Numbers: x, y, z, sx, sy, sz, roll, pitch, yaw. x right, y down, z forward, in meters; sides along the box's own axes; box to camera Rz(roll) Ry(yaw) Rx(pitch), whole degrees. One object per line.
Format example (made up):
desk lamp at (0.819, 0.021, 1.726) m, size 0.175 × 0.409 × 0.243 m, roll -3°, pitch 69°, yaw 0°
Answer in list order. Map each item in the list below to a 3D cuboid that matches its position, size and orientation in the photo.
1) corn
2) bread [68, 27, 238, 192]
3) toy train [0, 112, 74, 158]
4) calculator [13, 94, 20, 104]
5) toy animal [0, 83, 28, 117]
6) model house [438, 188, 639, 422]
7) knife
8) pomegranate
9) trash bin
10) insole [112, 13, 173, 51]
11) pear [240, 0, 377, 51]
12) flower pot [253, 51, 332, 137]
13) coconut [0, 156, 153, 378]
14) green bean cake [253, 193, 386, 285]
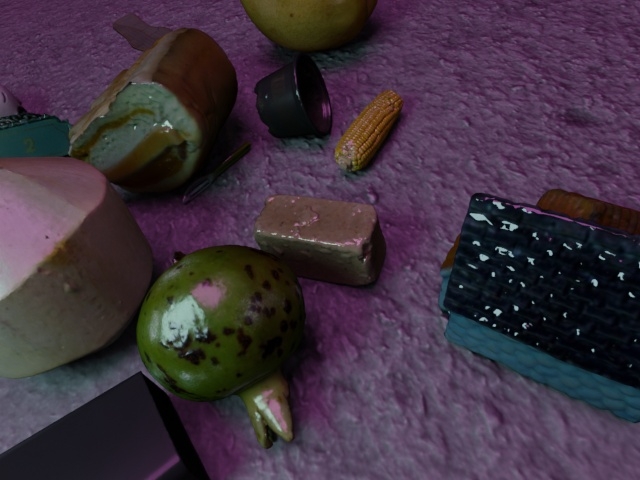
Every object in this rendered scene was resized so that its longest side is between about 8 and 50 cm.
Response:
corn at (0.090, -0.202, 0.822) m, size 0.067 × 0.067 × 0.206 m, roll 20°, pitch 59°, yaw 27°
bread at (-0.295, -0.251, 0.876) m, size 0.300 × 0.210 × 0.341 m, roll -23°, pitch 40°, yaw 25°
toy train at (-0.588, -0.162, 0.887) m, size 0.112 × 0.163 × 0.203 m, roll 11°, pitch 31°, yaw 26°
calculator at (-0.896, -0.344, 1.216) m, size 0.175 × 0.032 × 0.100 m, roll -16°, pitch 50°, yaw 1°
toy animal at (-0.835, -0.284, 1.066) m, size 0.235 × 0.165 × 0.187 m, roll -40°, pitch 66°, yaw -17°
model house at (0.270, 0.015, 0.498) m, size 0.261 × 0.241 × 0.226 m, roll 21°, pitch 63°, yaw 28°
knife at (-0.204, -0.135, 0.877) m, size 0.026 × 0.022 × 0.184 m, roll 42°, pitch 70°, yaw 8°
pomegranate at (-0.105, 0.121, 0.555) m, size 0.211 × 0.211 × 0.263 m, roll -32°, pitch 86°, yaw -11°
trash bin at (-0.264, 0.284, 0.512) m, size 0.225 × 0.115 × 0.165 m, roll -33°, pitch 51°, yaw -17°
insole at (-0.539, -0.630, 1.361) m, size 0.119 × 0.009 × 0.348 m, roll -39°, pitch 54°, yaw -16°
pear at (-0.022, -0.578, 1.012) m, size 0.314 × 0.314 × 0.314 m, roll -7°, pitch 51°, yaw 9°
flower pot at (-0.055, -0.267, 0.869) m, size 0.107 × 0.157 × 0.157 m, roll -10°, pitch 49°, yaw 25°
coconut at (-0.407, 0.025, 0.629) m, size 0.323 × 0.323 × 0.323 m, roll -7°, pitch 51°, yaw 9°
green bean cake at (0.000, 0.000, 0.661) m, size 0.179 × 0.109 × 0.085 m, roll 10°, pitch 56°, yaw 21°
